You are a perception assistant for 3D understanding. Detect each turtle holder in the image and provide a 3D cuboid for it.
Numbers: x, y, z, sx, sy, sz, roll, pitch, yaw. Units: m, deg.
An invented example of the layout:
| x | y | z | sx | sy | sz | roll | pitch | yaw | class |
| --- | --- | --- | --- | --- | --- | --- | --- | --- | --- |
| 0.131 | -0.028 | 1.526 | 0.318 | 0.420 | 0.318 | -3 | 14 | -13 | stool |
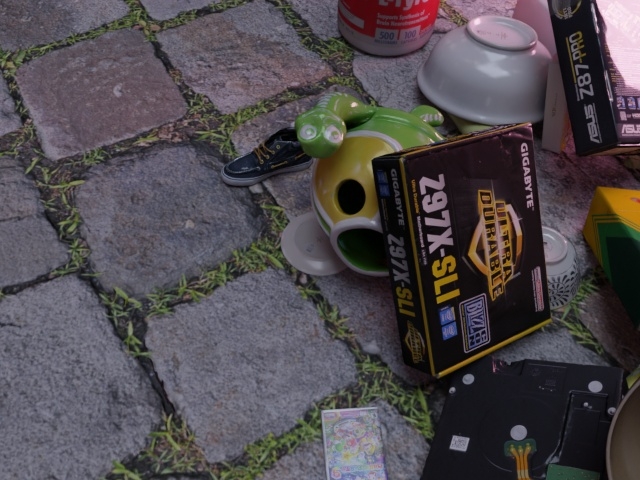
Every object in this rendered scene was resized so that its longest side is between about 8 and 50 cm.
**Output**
| x | y | z | sx | sy | sz | roll | pitch | yaw | class |
| --- | --- | --- | --- | --- | --- | --- | --- | --- | --- |
| 0.098 | -0.090 | 1.045 | 0.243 | 0.320 | 0.227 | 9 | 54 | 12 | turtle holder |

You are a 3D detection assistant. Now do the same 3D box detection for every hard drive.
| x | y | z | sx | sy | sz | roll | pitch | yaw | class |
| --- | --- | --- | --- | --- | --- | --- | --- | --- | --- |
| 0.255 | 0.311 | 0.856 | 0.237 | 0.064 | 0.339 | -2 | 46 | 35 | hard drive |

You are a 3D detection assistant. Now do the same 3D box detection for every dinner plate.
| x | y | z | sx | sy | sz | roll | pitch | yaw | class |
| --- | --- | --- | --- | --- | --- | --- | --- | --- | --- |
| 0.000 | 0.000 | 1.162 | 0.141 | 0.017 | 0.141 | 1 | 55 | -1 | dinner plate |

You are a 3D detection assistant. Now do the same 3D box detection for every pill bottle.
| x | y | z | sx | sy | sz | roll | pitch | yaw | class |
| --- | --- | --- | --- | --- | --- | --- | --- | --- | --- |
| 0.158 | -0.617 | 1.378 | 0.229 | 0.407 | 0.229 | 1 | 54 | -2 | pill bottle |

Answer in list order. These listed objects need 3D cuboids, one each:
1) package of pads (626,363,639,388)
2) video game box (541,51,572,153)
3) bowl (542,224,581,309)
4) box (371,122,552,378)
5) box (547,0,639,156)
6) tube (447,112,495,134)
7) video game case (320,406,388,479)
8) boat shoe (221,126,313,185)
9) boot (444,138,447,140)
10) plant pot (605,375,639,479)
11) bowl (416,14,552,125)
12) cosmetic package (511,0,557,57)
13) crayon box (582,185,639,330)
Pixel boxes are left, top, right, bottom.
| x | y | z | sx | sy | sz | roll | pitch | yaw | class |
| --- | --- | --- | --- | --- | --- | --- | --- | --- | --- |
| 0.543 | 0.305 | 0.914 | 0.229 | 0.101 | 0.296 | -33 | 61 | -25 | package of pads |
| 0.500 | -0.307 | 1.295 | 0.048 | 0.205 | 0.187 | 20 | 53 | 30 | video game box |
| 0.371 | 0.028 | 1.120 | 0.170 | 0.080 | 0.170 | 1 | 53 | -1 | bowl |
| 0.219 | 0.006 | 0.974 | 0.257 | 0.322 | 0.079 | -17 | 14 | -28 | box |
| 0.601 | -0.318 | 1.212 | 0.395 | 0.097 | 0.318 | -7 | 87 | -33 | box |
| 0.316 | -0.227 | 1.320 | 0.070 | 0.062 | 0.240 | 26 | 33 | -40 | tube |
| 0.048 | 0.302 | 0.946 | 0.087 | 0.011 | 0.122 | -2 | 54 | -5 | video game case |
| -0.101 | -0.164 | 1.234 | 0.183 | 0.083 | 0.065 | -17 | 56 | -14 | boat shoe |
| 0.224 | -0.104 | 1.217 | 0.137 | 0.077 | 0.198 | -40 | 64 | -21 | boot |
| 0.485 | 0.229 | 0.737 | 0.284 | 0.284 | 0.191 | 35 | 22 | 21 | plant pot |
| 0.356 | -0.369 | 1.345 | 0.298 | 0.134 | 0.297 | 4 | 42 | -4 | bowl |
| 0.583 | -0.473 | 1.461 | 0.225 | 0.138 | 0.224 | -15 | 56 | -15 | cosmetic package |
| 0.649 | 0.038 | 1.044 | 0.363 | 0.106 | 0.313 | 7 | 30 | 2 | crayon box |
